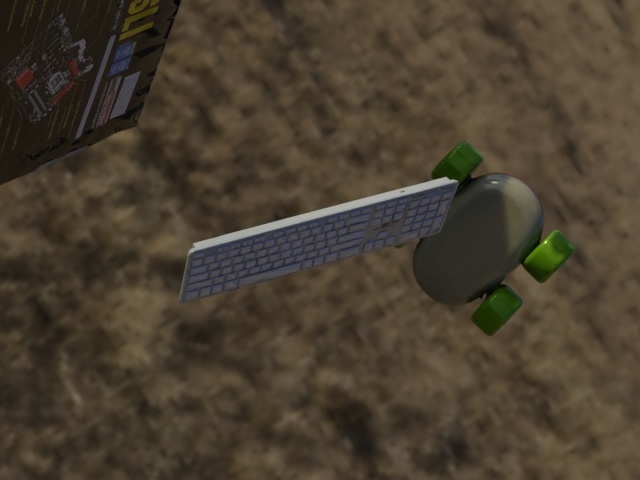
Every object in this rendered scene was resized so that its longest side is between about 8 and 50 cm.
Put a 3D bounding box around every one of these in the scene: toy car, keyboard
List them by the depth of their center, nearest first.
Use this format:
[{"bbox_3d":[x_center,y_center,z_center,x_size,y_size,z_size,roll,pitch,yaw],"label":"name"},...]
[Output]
[{"bbox_3d":[0.000,0.000,1.552,0.014,0.256,0.072,57,-30,35],"label":"keyboard"},{"bbox_3d":[0.171,-0.010,1.858,0.155,0.149,0.188,44,16,6],"label":"toy car"}]

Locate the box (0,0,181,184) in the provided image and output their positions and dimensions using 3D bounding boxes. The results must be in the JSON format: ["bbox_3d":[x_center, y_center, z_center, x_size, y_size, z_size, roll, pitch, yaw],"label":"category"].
[{"bbox_3d":[-0.193,-0.150,1.098,0.257,0.322,0.079,-30,68,-36],"label":"box"}]
